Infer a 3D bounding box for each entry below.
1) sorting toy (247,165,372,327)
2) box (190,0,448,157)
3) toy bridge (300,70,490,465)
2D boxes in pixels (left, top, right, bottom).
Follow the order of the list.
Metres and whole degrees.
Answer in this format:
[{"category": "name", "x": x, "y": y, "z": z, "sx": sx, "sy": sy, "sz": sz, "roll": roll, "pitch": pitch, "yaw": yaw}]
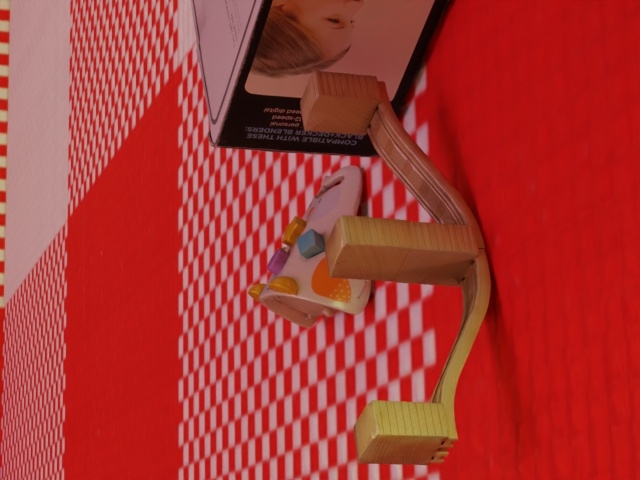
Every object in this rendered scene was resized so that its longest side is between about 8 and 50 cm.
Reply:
[{"category": "sorting toy", "x": 0.000, "y": 0.000, "z": 0.862, "sx": 0.075, "sy": 0.045, "sz": 0.083, "roll": -71, "pitch": 14, "yaw": -13}, {"category": "box", "x": 0.014, "y": -0.193, "z": 0.752, "sx": 0.290, "sy": 0.087, "sz": 0.169, "roll": 113, "pitch": 154, "yaw": -46}, {"category": "toy bridge", "x": 0.034, "y": 0.005, "z": 0.693, "sx": 0.026, "sy": 0.063, "sz": 0.188, "roll": 114, "pitch": 155, "yaw": -48}]
